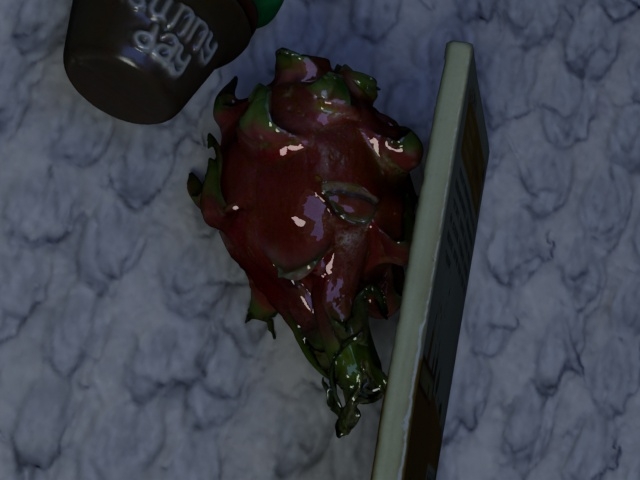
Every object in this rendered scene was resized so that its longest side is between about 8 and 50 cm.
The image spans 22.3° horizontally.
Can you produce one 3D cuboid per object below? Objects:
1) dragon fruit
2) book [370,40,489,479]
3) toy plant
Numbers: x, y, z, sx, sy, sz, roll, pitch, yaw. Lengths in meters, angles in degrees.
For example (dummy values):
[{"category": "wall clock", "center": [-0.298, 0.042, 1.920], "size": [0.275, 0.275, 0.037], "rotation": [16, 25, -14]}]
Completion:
[{"category": "dragon fruit", "center": [-0.003, 0.000, 0.979], "size": [0.135, 0.137, 0.236], "rotation": [-9, 85, -10]}, {"category": "book", "center": [0.068, 0.053, 0.977], "size": [0.020, 0.208, 0.295], "rotation": [8, 77, 11]}, {"category": "toy plant", "center": [-0.085, -0.165, 0.987], "size": [0.143, 0.105, 0.200], "rotation": [35, 58, -25]}]
